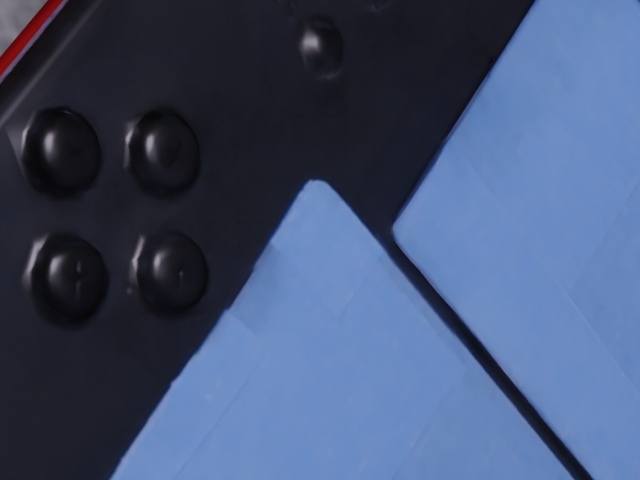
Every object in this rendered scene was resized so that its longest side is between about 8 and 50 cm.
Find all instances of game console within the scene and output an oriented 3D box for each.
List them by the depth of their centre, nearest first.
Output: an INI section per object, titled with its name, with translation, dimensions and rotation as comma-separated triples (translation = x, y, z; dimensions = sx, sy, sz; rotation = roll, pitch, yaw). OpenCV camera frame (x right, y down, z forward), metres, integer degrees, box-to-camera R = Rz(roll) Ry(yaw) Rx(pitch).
[game console]
translation = 0.054, 0.063, 0.552
dimensions = 0.386, 0.060, 0.342
rotation = 50, 61, -27
